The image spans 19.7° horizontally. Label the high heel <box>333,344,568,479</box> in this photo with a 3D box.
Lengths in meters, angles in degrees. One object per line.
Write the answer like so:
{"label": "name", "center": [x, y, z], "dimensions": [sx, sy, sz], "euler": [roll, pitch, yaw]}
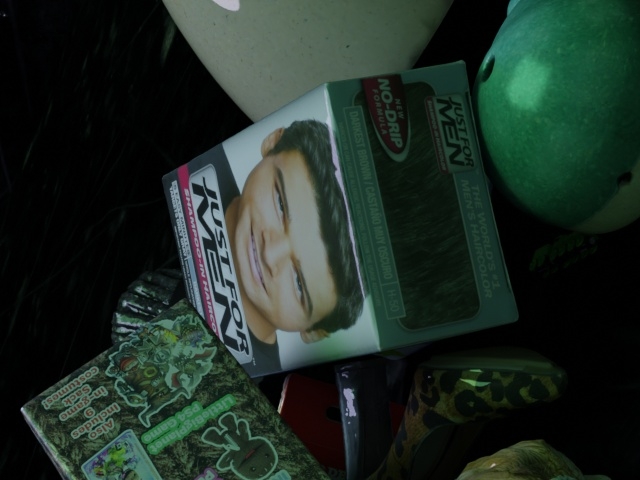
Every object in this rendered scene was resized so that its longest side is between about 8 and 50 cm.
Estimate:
{"label": "high heel", "center": [0.106, 0.176, 1.378], "dimensions": [0.261, 0.093, 0.186], "euler": [-11, 85, 54]}

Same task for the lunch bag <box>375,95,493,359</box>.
{"label": "lunch bag", "center": [0.072, -0.013, 1.569], "dimensions": [0.176, 0.090, 0.219], "euler": [148, 137, -65]}

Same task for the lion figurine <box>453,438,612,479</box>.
{"label": "lion figurine", "center": [0.143, 0.282, 1.060], "dimensions": [0.240, 0.142, 0.392], "euler": [124, 152, -55]}

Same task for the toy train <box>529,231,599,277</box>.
{"label": "toy train", "center": [0.181, 0.006, 1.362], "dimensions": [0.083, 0.017, 0.024], "euler": [-35, 31, 60]}

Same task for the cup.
{"label": "cup", "center": [-0.020, -0.264, 1.686], "dimensions": [0.331, 0.237, 0.331], "euler": [-56, 11, 16]}

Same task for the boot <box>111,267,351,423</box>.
{"label": "boot", "center": [-0.105, 0.163, 1.729], "dimensions": [0.260, 0.131, 0.348], "euler": [-15, 47, 41]}

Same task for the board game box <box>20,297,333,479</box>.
{"label": "board game box", "center": [-0.051, 0.228, 1.282], "dimensions": [0.291, 0.141, 0.232], "euler": [48, 166, 34]}

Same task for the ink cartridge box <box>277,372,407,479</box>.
{"label": "ink cartridge box", "center": [-0.011, 0.234, 1.511], "dimensions": [0.078, 0.134, 0.231], "euler": [176, 111, -70]}

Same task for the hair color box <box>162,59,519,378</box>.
{"label": "hair color box", "center": [0.000, 0.000, 1.396], "dimensions": [0.374, 0.113, 0.185], "euler": [160, 99, -66]}

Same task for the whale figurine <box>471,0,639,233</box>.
{"label": "whale figurine", "center": [0.170, -0.130, 1.317], "dimensions": [0.216, 0.141, 0.272], "euler": [-59, 25, 33]}
